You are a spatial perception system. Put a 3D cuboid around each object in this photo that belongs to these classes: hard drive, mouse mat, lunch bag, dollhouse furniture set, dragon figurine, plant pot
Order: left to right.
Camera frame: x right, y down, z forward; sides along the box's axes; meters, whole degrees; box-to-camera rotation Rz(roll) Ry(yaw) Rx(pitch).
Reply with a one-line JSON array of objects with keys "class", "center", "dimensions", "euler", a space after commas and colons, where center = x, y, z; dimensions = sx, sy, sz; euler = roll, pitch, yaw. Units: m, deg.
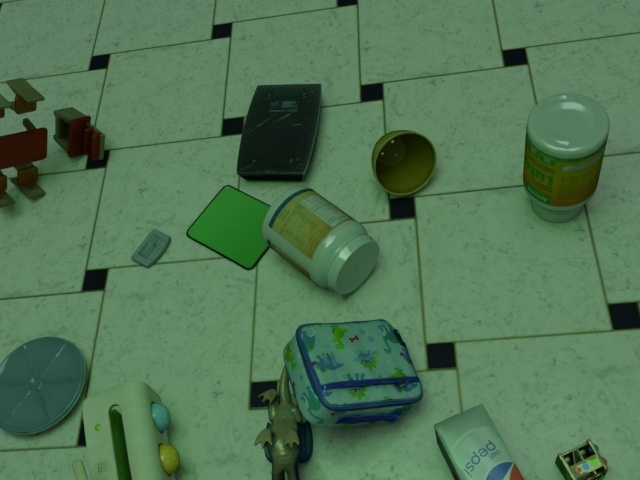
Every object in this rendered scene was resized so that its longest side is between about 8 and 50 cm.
[{"class": "dollhouse furniture set", "center": [-0.632, -0.215, 1.644], "dimensions": [0.135, 0.262, 0.259], "euler": [38, 41, 27]}, {"class": "mouse mat", "center": [-0.176, -0.031, 1.562], "dimensions": [0.189, 0.007, 0.153], "euler": [27, 67, 27]}, {"class": "hard drive", "center": [-0.086, -0.240, 1.643], "dimensions": [0.171, 0.054, 0.255], "euler": [1, 59, 13]}, {"class": "dragon figurine", "center": [-0.059, 0.330, 1.258], "dimensions": [0.085, 0.144, 0.289], "euler": [-2, 44, 3]}, {"class": "lunch bag", "center": [0.058, 0.225, 1.246], "dimensions": [0.218, 0.090, 0.176], "euler": [4, 48, -30]}, {"class": "plant pot", "center": [0.160, -0.172, 1.517], "dimensions": [0.134, 0.134, 0.095], "euler": [-25, 29, -4]}]

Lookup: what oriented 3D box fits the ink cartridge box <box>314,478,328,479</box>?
[{"class": "ink cartridge box", "center": [0.089, 0.465, 1.031], "dimensions": [0.168, 0.232, 0.171], "euler": [-9, 50, 47]}]

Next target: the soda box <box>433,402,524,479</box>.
[{"class": "soda box", "center": [0.278, 0.407, 1.137], "dimensions": [0.091, 0.098, 0.286], "euler": [-23, 56, -3]}]

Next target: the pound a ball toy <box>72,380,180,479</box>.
[{"class": "pound a ball toy", "center": [-0.306, 0.388, 1.209], "dimensions": [0.135, 0.208, 0.319], "euler": [-21, 56, -1]}]

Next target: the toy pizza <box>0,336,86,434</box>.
[{"class": "toy pizza", "center": [-0.549, 0.283, 1.433], "dimensions": [0.201, 0.032, 0.201], "euler": [-5, 57, 8]}]

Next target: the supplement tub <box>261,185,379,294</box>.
[{"class": "supplement tub", "center": [0.000, 0.000, 1.421], "dimensions": [0.199, 0.144, 0.144], "euler": [37, 72, 28]}]

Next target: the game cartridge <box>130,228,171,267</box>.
[{"class": "game cartridge", "center": [-0.358, 0.018, 1.566], "dimensions": [0.056, 0.017, 0.083], "euler": [23, 66, 28]}]

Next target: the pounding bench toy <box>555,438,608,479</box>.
[{"class": "pounding bench toy", "center": [0.422, 0.366, 1.156], "dimensions": [0.065, 0.052, 0.083], "euler": [-24, 57, -3]}]

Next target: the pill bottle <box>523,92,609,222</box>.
[{"class": "pill bottle", "center": [0.444, -0.140, 1.350], "dimensions": [0.136, 0.246, 0.137], "euler": [-6, 57, 9]}]
